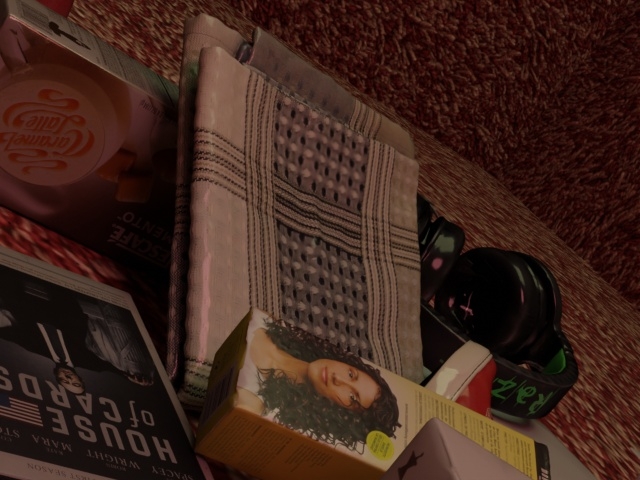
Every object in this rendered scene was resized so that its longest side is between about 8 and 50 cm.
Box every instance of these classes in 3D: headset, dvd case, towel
[{"bbox_3d":[0.130,0.067,1.162,0.243,0.185,0.394,27,23,-20],"label":"headset"},{"bbox_3d":[-0.163,0.079,0.629,0.179,0.029,0.238,26,17,-37],"label":"dvd case"},{"bbox_3d":[0.000,0.000,0.867,0.312,0.056,0.324,23,58,-46],"label":"towel"}]

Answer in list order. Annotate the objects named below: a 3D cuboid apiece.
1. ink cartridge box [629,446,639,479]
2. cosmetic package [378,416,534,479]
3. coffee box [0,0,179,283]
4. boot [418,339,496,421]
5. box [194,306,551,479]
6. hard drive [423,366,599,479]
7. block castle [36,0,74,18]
[{"bbox_3d":[0.398,0.319,1.157,0.104,0.061,0.181,30,15,-29],"label":"ink cartridge box"},{"bbox_3d":[0.092,0.220,0.528,0.184,0.151,0.151,34,13,-13],"label":"cosmetic package"},{"bbox_3d":[-0.186,-0.081,0.874,0.246,0.141,0.098,30,15,-31],"label":"coffee box"},{"bbox_3d":[0.125,0.188,0.798,0.176,0.088,0.244,39,34,4],"label":"boot"},{"bbox_3d":[0.040,0.132,0.668,0.232,0.058,0.087,26,39,-17],"label":"box"},{"bbox_3d":[0.208,0.228,0.954,0.210,0.040,0.318,30,8,-27],"label":"hard drive"},{"bbox_3d":[-0.436,-0.349,0.966,0.303,0.212,0.453,38,14,16],"label":"block castle"}]
